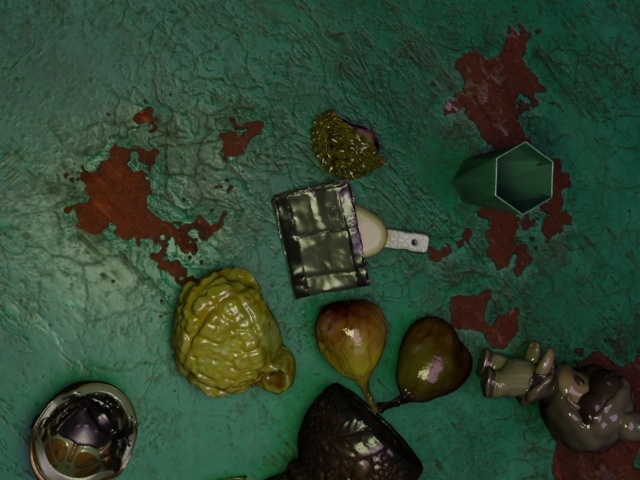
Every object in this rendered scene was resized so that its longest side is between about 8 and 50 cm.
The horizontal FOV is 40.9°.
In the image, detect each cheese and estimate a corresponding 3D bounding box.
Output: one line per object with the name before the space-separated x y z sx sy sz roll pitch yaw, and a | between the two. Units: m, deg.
cheese | 0.127 -0.011 1.868 0.235 0.050 0.127 7 91 -17

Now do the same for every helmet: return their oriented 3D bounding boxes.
helmet | -0.457 0.370 1.673 0.198 0.130 0.224 31 94 -12

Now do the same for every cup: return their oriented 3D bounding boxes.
cup | 0.384 -0.134 1.843 0.148 0.235 0.134 -26 100 -11

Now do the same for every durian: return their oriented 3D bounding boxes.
durian | 0.058 -0.191 1.806 0.186 0.108 0.119 42 81 -15

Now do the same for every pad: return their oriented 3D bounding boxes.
pad | 0.000 0.000 1.817 0.174 0.022 0.233 -11 98 6

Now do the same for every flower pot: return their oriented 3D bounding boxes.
flower pot | 0.031 0.475 1.773 0.266 0.266 0.267 43 92 -15

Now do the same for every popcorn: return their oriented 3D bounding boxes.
popcorn | -0.191 0.203 1.729 0.225 0.174 0.286 -23 110 1

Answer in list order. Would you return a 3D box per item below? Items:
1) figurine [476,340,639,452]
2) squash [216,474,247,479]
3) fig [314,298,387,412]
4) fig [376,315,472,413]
figurine | 0.539 0.353 1.938 0.380 0.248 0.203 21 92 -4
squash | -0.241 0.560 1.782 0.224 0.094 0.094 -37 103 -20
fig | 0.084 0.248 1.814 0.159 0.159 0.257 -20 95 -15
fig | 0.214 0.282 1.831 0.274 0.145 0.170 -40 109 -36
